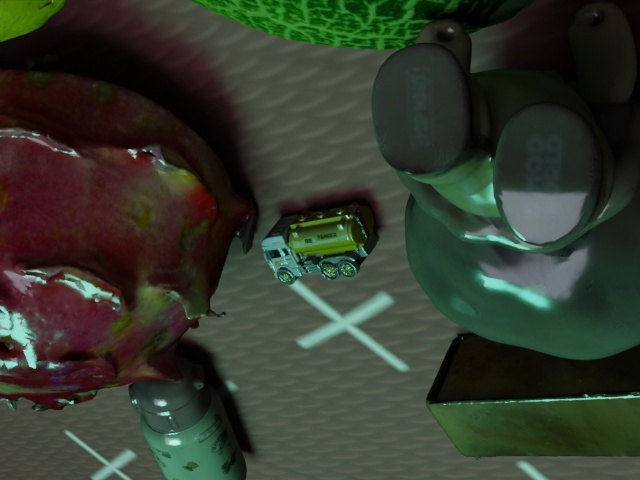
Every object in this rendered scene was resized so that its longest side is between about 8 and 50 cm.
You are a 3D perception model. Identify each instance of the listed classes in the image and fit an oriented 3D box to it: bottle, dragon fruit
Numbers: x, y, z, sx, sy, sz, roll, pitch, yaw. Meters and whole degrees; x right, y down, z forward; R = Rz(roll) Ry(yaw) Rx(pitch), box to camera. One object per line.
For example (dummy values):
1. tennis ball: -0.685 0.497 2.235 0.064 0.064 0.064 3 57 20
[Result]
1. bottle: -0.171 0.241 1.334 0.110 0.110 0.233 10 138 25
2. dragon fruit: -0.261 0.030 0.997 0.386 0.249 0.371 3 143 0

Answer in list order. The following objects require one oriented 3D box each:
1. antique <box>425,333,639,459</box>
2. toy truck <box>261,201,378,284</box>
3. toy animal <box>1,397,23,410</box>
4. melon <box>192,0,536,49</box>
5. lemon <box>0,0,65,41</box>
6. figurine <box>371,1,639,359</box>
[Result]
1. antique: 0.253 0.137 0.946 0.310 0.093 0.087 -10 126 41
2. toy truck: 0.000 0.000 1.004 0.123 0.052 0.063 -9 122 39
3. toy animal: -0.440 0.136 1.430 0.170 0.090 0.255 38 144 -15
4. melon: 0.000 -0.269 0.611 0.343 0.226 0.331 42 126 9
5. lemon: -0.284 -0.244 0.838 0.180 0.180 0.193 49 162 -21
6. figurine: 0.148 -0.029 0.672 0.248 0.203 0.380 1 172 22
